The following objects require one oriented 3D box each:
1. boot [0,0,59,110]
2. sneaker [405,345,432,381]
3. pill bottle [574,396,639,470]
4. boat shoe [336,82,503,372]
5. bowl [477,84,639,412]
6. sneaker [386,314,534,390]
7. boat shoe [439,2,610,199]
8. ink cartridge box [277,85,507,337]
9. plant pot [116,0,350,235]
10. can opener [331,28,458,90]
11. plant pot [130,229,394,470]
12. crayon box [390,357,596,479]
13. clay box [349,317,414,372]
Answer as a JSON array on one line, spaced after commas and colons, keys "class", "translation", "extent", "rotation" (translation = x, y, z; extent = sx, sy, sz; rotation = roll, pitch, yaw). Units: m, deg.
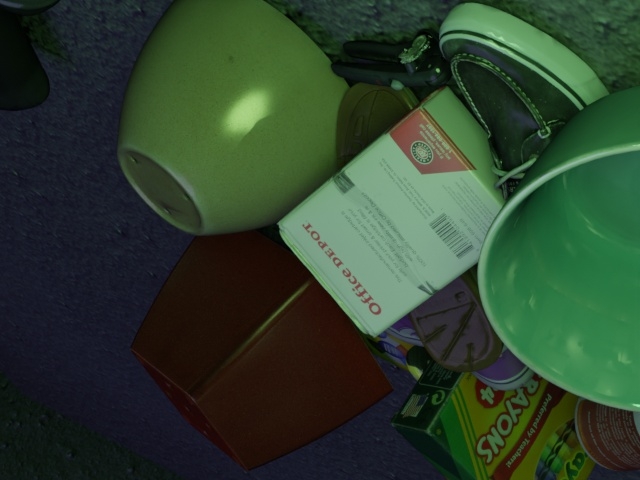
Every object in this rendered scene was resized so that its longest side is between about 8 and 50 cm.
[{"class": "boot", "translation": [-0.411, -0.284, 1.922], "extent": [0.367, 0.146, 0.445], "rotation": [38, 158, 19]}, {"class": "sneaker", "translation": [0.179, 0.194, 2.083], "extent": [0.208, 0.081, 0.094], "rotation": [28, 143, -35]}, {"class": "pill bottle", "translation": [0.394, 0.201, 1.809], "extent": [0.121, 0.121, 0.216], "rotation": [38, 160, -9]}, {"class": "boat shoe", "translation": [0.122, -0.030, 1.698], "extent": [0.123, 0.123, 0.342], "rotation": [-17, 107, 30]}, {"class": "bowl", "translation": [0.298, -0.012, 1.336], "extent": [0.311, 0.163, 0.311], "rotation": [8, 134, 8]}, {"class": "sneaker", "translation": [0.132, 0.065, 1.902], "extent": [0.282, 0.102, 0.161], "rotation": [25, 164, 44]}, {"class": "boat shoe", "translation": [0.219, -0.077, 1.464], "extent": [0.335, 0.119, 0.121], "rotation": [43, 158, -23]}, {"class": "ink cartridge box", "translation": [0.088, -0.026, 1.585], "extent": [0.218, 0.092, 0.158], "rotation": [-39, 93, 31]}, {"class": "plant pot", "translation": [-0.112, -0.115, 1.732], "extent": [0.284, 0.191, 0.284], "rotation": [35, 157, 17]}, {"class": "can opener", "translation": [0.073, -0.173, 1.561], "extent": [0.186, 0.059, 0.073], "rotation": [9, 148, 49]}, {"class": "plant pot", "translation": [-0.104, 0.160, 2.216], "extent": [0.267, 0.236, 0.267], "rotation": [30, 158, 49]}, {"class": "crayon box", "translation": [0.256, 0.250, 2.019], "extent": [0.318, 0.202, 0.081], "rotation": [45, 157, -29]}, {"class": "clay box", "translation": [0.120, 0.135, 2.179], "extent": [0.222, 0.053, 0.127], "rotation": [26, 159, 23]}]
